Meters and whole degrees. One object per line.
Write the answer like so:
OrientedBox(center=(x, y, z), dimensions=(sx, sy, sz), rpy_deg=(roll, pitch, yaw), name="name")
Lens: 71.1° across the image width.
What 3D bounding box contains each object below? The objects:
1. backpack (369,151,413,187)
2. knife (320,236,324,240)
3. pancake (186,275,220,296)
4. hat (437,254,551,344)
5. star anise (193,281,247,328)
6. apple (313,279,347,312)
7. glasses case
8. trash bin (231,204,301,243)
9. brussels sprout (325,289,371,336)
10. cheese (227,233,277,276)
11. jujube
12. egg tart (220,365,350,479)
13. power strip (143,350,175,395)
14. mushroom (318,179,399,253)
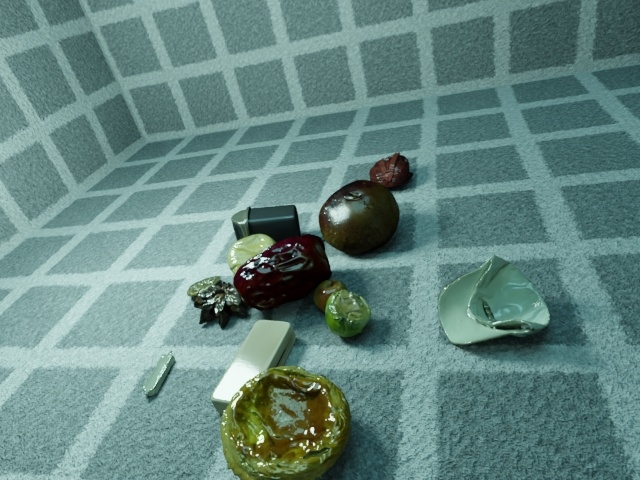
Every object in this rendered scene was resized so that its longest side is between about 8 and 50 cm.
OrientedBox(center=(0.351, -0.342, 2.268), dimensions=(0.229, 0.138, 0.229), rpy_deg=(-11, 31, 7), name="backpack")
OrientedBox(center=(0.000, 0.001, 2.007), dimensions=(0.028, 0.015, 0.210), rpy_deg=(11, 40, 46), name="knife")
OrientedBox(center=(-0.489, 0.190, 1.882), dimensions=(0.158, 0.028, 0.158), rpy_deg=(-20, 17, 6), name="pancake")
OrientedBox(center=(0.517, 0.218, 1.367), dimensions=(0.301, 0.168, 0.257), rpy_deg=(-30, 49, 20), name="hat")
OrientedBox(center=(-0.378, 0.228, 1.737), dimensions=(0.236, 0.108, 0.223), rpy_deg=(-24, 37, -17), name="star anise")
OrientedBox(center=(0.035, 0.199, 1.603), dimensions=(0.126, 0.102, 0.126), rpy_deg=(-10, 31, 6), name="apple")
OrientedBox(center=(-0.204, 0.398, 1.423), dimensions=(0.144, 0.076, 0.336), rpy_deg=(1, 35, 25), name="glasses case")
OrientedBox(center=(-0.240, -0.048, 2.010), dimensions=(0.291, 0.209, 0.182), rpy_deg=(-8, 31, 2), name="trash bin")
OrientedBox(center=(0.082, 0.251, 1.490), dimensions=(0.149, 0.122, 0.151), rpy_deg=(26, 44, -2), name="brussels sprout")
OrientedBox(center=(-0.268, 0.086, 1.860), dimensions=(0.226, 0.117, 0.214), rpy_deg=(-15, 57, -7), name="cheese")
OrientedBox(center=(-0.128, 0.119, 1.665), dimensions=(0.377, 0.258, 0.258), rpy_deg=(-33, 36, -14), name="jujube")
OrientedBox(center=(-0.089, 0.491, 1.167), dimensions=(0.352, 0.150, 0.352), rpy_deg=(-6, 35, 4), name="egg tart")
OrientedBox(center=(-0.548, 0.450, 1.530), dimensions=(0.048, 0.030, 0.191), rpy_deg=(-6, 33, 16), name="power strip")
OrientedBox(center=(0.144, -0.082, 1.917), dimensions=(0.331, 0.356, 0.334), rpy_deg=(-32, 74, -30), name="mushroom")
